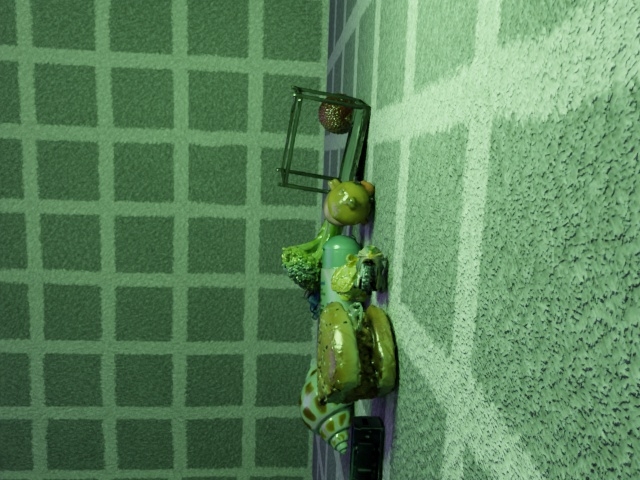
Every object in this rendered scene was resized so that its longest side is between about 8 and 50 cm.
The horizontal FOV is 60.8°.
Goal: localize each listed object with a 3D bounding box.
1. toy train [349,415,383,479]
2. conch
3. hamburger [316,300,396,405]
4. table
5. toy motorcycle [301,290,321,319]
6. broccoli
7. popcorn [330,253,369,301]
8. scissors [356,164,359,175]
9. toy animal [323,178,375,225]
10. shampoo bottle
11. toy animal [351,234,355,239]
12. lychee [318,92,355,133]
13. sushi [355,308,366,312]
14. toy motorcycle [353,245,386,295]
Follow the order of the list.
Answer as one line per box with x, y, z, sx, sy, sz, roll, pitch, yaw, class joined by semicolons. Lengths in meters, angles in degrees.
0.124;0.704;1.566;0.089;0.086;0.409;-105;17;-77;toy train
0.032;0.626;2.095;0.249;0.197;0.368;37;-130;-54;conch
0.090;0.304;1.486;0.318;0.195;0.277;105;164;-63;hamburger
-0.002;-0.362;1.993;0.222;0.272;0.335;-105;25;-67;table
0.044;0.253;2.490;0.182;0.241;0.319;51;168;3;toy motorcycle
-0.006;0.022;2.182;0.353;0.275;0.397;-76;8;-52;broccoli
0.098;0.130;1.782;0.141;0.135;0.162;-41;-57;-67;popcorn
0.137;-0.353;2.117;0.101;0.027;0.204;-121;31;-79;scissors
0.090;-0.122;1.801;0.195;0.169;0.281;49;170;-3;toy animal
0.075;0.154;1.964;0.222;0.151;0.349;155;118;-83;shampoo bottle
0.122;0.011;2.168;0.050;0.028;0.084;-118;29;-64;toy animal
0.076;-0.502;2.168;0.197;0.165;0.165;28;124;41;lychee
0.119;0.298;1.756;0.078;0.090;0.150;-117;30;-73;sushi
0.145;0.088;1.557;0.229;0.094;0.130;50;-135;-78;toy motorcycle
